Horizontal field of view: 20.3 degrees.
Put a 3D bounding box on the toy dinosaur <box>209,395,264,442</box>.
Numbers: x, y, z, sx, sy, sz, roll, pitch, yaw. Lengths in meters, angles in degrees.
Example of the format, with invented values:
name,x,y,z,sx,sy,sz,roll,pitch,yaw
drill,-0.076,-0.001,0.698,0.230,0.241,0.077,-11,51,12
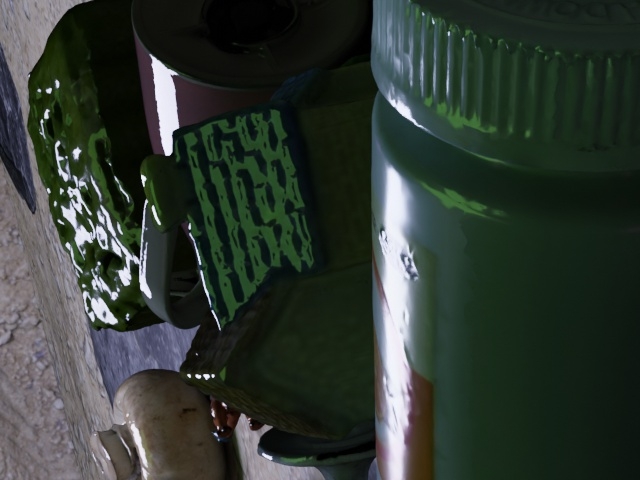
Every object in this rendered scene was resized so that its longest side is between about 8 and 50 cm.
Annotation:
name,x,y,z,sx,sy,sz,roll,pitch,yaw
toy dinosaur,-0.079,0.146,1.631,0.154,0.049,0.055,108,142,-52

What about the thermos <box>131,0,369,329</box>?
name,x,y,z,sx,sy,sz,roll,pitch,yaw
thermos,-0.052,-0.048,1.178,0.146,0.176,0.265,34,144,27

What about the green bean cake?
name,x,y,z,sx,sy,sz,roll,pitch,yaw
green bean cake,-0.144,-0.064,1.491,0.250,0.156,0.247,135,119,-71

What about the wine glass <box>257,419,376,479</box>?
name,x,y,z,sx,sy,sz,roll,pitch,yaw
wine glass,0.030,0.238,1.216,0.126,0.126,0.241,-161,61,-71

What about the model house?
name,x,y,z,sx,sy,sz,roll,pitch,yaw
model house,0.000,0.000,1.005,0.195,0.189,0.214,180,75,-71

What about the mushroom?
name,x,y,z,sx,sy,sz,roll,pitch,yaw
mushroom,-0.166,0.215,1.850,0.166,0.127,0.166,159,90,-76

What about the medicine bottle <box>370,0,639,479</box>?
name,x,y,z,sx,sy,sz,roll,pitch,yaw
medicine bottle,0.099,0.021,0.737,0.158,0.158,0.318,-125,26,-51
